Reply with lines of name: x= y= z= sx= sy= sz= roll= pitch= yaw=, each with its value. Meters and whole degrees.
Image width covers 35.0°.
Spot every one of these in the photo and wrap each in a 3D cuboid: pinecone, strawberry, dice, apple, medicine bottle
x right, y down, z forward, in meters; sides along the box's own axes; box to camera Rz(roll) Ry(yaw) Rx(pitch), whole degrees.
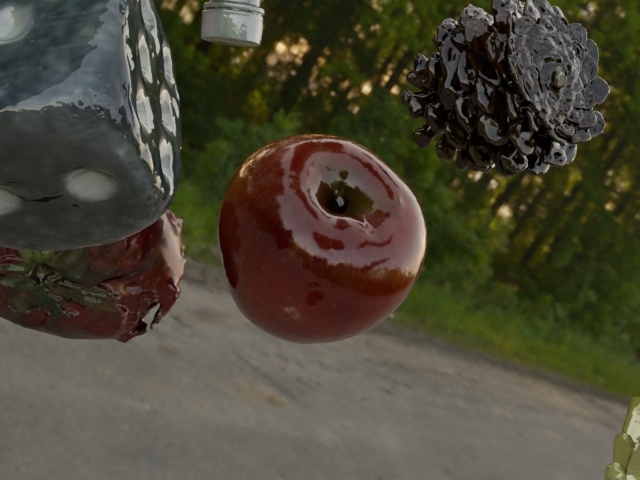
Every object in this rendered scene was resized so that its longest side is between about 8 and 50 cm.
pinecone: x=0.150 y=-0.130 z=0.896 sx=0.163 sy=0.163 sz=0.165 roll=28 pitch=-23 yaw=-33
strawberry: x=-0.304 y=0.002 z=1.332 sx=0.274 sy=0.274 sz=0.220 roll=30 pitch=29 yaw=-15
dice: x=-0.215 y=-0.108 z=0.807 sx=0.183 sy=0.182 sz=0.181 roll=-7 pitch=-32 yaw=7
apple: x=0.000 y=0.000 z=1.254 sx=0.260 sy=0.260 sz=0.216 roll=32 pitch=-37 yaw=4
medicine bottle: x=-0.086 y=-0.301 z=1.073 sx=0.069 sy=0.183 sz=0.119 roll=7 pitch=4 yaw=-10

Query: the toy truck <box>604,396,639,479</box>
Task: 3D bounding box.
toy truck: x=0.197 y=0.084 z=0.454 sx=0.124 sy=0.157 sz=0.272 roll=0 pitch=18 yaw=28
